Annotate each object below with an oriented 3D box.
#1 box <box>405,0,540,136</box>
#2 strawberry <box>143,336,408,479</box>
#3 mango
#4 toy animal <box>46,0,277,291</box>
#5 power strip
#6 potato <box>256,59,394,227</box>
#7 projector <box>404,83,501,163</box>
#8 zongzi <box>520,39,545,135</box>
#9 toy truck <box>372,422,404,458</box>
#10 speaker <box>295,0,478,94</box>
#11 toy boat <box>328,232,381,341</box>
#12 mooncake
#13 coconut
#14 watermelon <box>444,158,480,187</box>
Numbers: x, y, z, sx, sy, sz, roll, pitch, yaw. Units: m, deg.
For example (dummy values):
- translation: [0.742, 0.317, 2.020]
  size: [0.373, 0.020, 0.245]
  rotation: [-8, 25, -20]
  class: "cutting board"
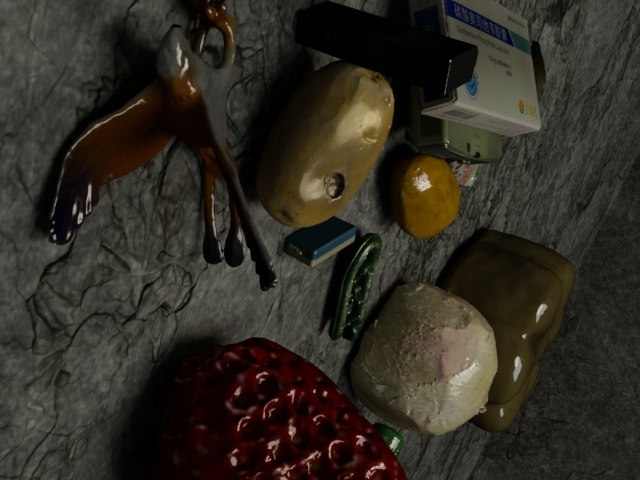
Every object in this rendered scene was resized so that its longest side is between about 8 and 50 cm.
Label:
- translation: [0.252, -0.284, 1.366]
  size: [0.343, 0.065, 0.200]
  rotation: [-1, 83, -55]
  class: "box"
- translation: [-0.055, 0.317, 1.131]
  size: [0.317, 0.345, 0.295]
  rotation: [-66, 156, 0]
  class: "strawberry"
- translation: [0.183, -0.081, 1.527]
  size: [0.147, 0.109, 0.227]
  rotation: [-62, 153, -1]
  class: "mango"
- translation: [-0.114, -0.106, 0.923]
  size: [0.284, 0.225, 0.302]
  rotation: [-24, 123, -80]
  class: "toy animal"
- translation: [0.000, 0.000, 1.304]
  size: [0.123, 0.056, 0.032]
  rotation: [-31, 138, -50]
  class: "power strip"
- translation: [0.005, -0.125, 1.116]
  size: [0.150, 0.146, 0.234]
  rotation: [31, 99, -23]
  class: "potato"
- translation: [0.230, -0.232, 1.472]
  size: [0.269, 0.088, 0.193]
  rotation: [1, 87, -59]
  class: "projector"
- translation: [0.399, -0.358, 1.720]
  size: [0.242, 0.112, 0.221]
  rotation: [-68, 155, -15]
  class: "zongzi"
- translation: [0.071, 0.485, 1.775]
  size: [0.242, 0.125, 0.101]
  rotation: [-57, 154, -17]
  class: "toy truck"
- translation: [0.080, -0.244, 1.063]
  size: [0.082, 0.218, 0.044]
  rotation: [-34, 141, -46]
  class: "speaker"
- translation: [0.062, 0.080, 1.496]
  size: [0.104, 0.052, 0.210]
  rotation: [-20, 130, -53]
  class: "toy boat"
- translation: [0.429, 0.218, 2.086]
  size: [0.467, 0.262, 0.467]
  rotation: [-47, 149, -40]
  class: "mooncake"
- translation: [0.225, 0.247, 1.721]
  size: [0.297, 0.255, 0.297]
  rotation: [-43, 147, -37]
  class: "coconut"
- translation: [0.264, -0.168, 1.668]
  size: [0.139, 0.071, 0.187]
  rotation: [-35, 149, -37]
  class: "watermelon"
